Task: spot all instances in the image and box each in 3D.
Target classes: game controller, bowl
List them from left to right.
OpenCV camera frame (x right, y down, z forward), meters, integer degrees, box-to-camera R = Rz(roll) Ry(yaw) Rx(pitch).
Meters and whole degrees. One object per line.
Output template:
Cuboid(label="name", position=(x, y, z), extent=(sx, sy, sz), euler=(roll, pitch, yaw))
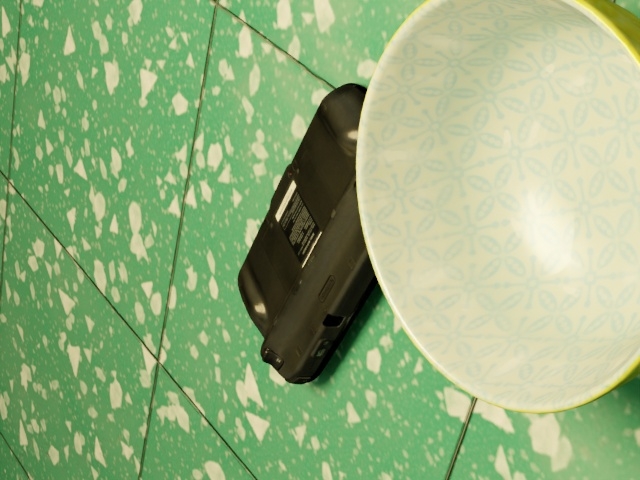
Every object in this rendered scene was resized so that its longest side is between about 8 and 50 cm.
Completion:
Cuboid(label="game controller", position=(0.000, 0.000, 1.112), extent=(0.319, 0.067, 0.166), euler=(-61, 38, 41))
Cuboid(label="bowl", position=(0.173, -0.038, 0.772), extent=(0.289, 0.156, 0.290), euler=(18, 113, 51))
